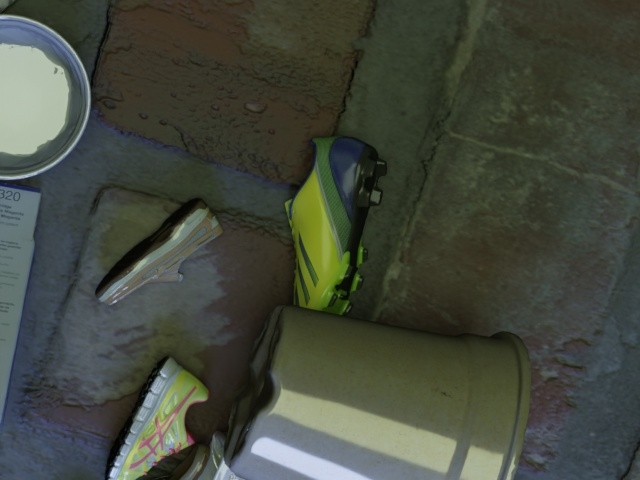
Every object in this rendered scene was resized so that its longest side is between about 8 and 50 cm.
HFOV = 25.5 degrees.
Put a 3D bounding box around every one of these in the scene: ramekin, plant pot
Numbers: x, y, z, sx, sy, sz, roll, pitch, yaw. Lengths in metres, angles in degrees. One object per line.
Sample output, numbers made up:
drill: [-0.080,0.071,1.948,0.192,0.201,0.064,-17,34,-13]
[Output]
ramekin: [-0.396,-0.180,1.797,0.207,0.109,0.207,-1,94,-9]
plant pot: [0.055,0.226,1.780,0.305,0.334,0.333,20,91,-10]

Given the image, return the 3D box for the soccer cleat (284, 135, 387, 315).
soccer cleat: [0.001,0.000,1.895,0.121,0.093,0.289,17,97,21]

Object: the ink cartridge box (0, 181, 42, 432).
ink cartridge box: [-0.538,0.066,1.789,0.324,0.071,0.330,10,63,-9]

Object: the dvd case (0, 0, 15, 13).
dvd case: [-0.389,-0.424,1.826,0.221,0.018,0.164,-41,99,-4]

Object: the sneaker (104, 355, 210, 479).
sneaker: [-0.216,0.264,1.872,0.094,0.081,0.208,29,89,-12]

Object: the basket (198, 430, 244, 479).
basket: [-0.120,0.355,1.879,0.103,0.113,0.167,25,90,-14]

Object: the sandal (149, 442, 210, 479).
sandal: [-0.214,0.336,1.877,0.049,0.072,0.180,37,91,-16]

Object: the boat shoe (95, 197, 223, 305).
boat shoe: [-0.208,0.030,1.866,0.190,0.068,0.072,-40,110,-4]
